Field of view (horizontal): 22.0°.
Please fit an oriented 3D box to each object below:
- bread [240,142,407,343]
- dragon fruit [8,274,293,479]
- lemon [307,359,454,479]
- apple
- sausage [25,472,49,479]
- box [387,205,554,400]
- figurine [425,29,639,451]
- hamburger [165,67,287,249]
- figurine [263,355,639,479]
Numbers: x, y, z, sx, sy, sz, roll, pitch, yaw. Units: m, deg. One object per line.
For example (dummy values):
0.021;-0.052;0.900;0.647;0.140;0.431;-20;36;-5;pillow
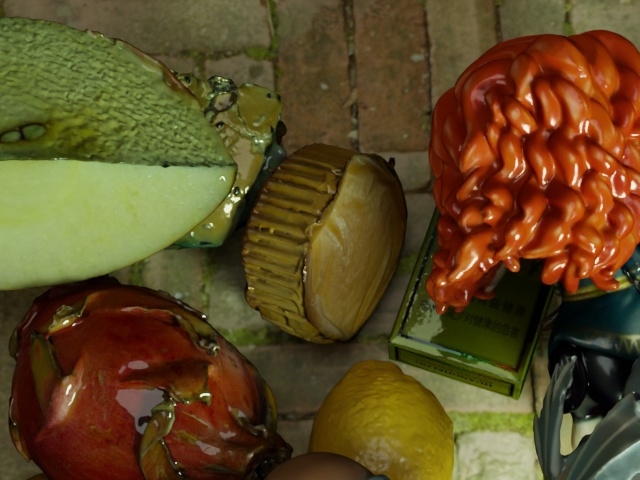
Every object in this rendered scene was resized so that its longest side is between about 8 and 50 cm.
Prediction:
0.000;0.001;1.635;0.104;0.199;0.199;15;69;31;bread
-0.169;0.161;1.559;0.315;0.250;0.250;27;73;13;dragon fruit
0.057;0.198;1.571;0.142;0.142;0.187;-3;58;4;lemon
-0.263;-0.079;1.511;0.346;0.179;0.254;-2;96;-20;apple
-0.323;0.319;1.584;0.238;0.098;0.098;-41;70;-9;sausage
0.168;0.034;1.667;0.141;0.064;0.220;18;69;11;box
0.259;0.008;1.542;0.306;0.241;0.411;-46;106;-19;figurine
-0.164;-0.080;1.687;0.288;0.167;0.192;11;69;8;hamburger
0.150;0.251;1.362;0.388;0.276;0.248;-33;113;9;figurine
